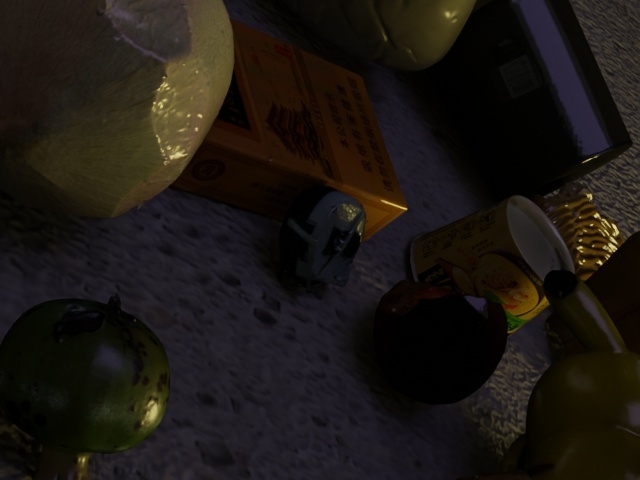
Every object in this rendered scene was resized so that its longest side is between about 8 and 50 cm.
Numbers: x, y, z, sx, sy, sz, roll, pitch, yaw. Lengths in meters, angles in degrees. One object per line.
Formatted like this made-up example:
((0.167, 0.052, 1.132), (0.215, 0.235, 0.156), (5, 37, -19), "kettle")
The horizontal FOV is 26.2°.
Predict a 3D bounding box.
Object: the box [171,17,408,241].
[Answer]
((-0.051, -0.111, 1.309), (0.274, 0.076, 0.174), (17, 44, -44), "box")

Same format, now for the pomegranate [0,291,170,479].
((-0.164, 0.111, 0.921), (0.122, 0.122, 0.161), (18, 83, -44), "pomegranate")

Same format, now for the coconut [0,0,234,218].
((-0.175, -0.121, 1.027), (0.224, 0.224, 0.234), (47, 19, -9), "coconut")

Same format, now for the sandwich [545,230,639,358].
((0.360, 0.128, 1.510), (0.108, 0.186, 0.220), (30, 21, -33), "sandwich")

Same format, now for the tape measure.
((0.000, -0.002, 1.254), (0.054, 0.094, 0.091), (25, 20, 32), "tape measure")

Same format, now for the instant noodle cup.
((0.183, 0.030, 1.433), (0.151, 0.122, 0.151), (32, 40, -31), "instant noodle cup")

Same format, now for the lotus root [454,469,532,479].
((0.138, 0.254, 1.155), (0.081, 0.112, 0.122), (10, 51, -22), "lotus root")

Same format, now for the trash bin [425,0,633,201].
((0.228, -0.223, 1.665), (0.214, 0.214, 0.333), (-18, 78, -58), "trash bin")

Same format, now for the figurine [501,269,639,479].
((0.249, 0.220, 1.258), (0.169, 0.218, 0.326), (9, 49, 7), "figurine")

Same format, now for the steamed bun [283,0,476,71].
((0.030, -0.382, 1.540), (0.236, 0.247, 0.383), (4, 53, -27), "steamed bun")

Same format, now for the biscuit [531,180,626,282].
((0.331, 0.015, 1.668), (0.229, 0.031, 0.176), (-1, 87, -48), "biscuit")

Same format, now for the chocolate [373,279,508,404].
((0.112, 0.084, 1.286), (0.124, 0.127, 0.133), (40, 18, 4), "chocolate")
